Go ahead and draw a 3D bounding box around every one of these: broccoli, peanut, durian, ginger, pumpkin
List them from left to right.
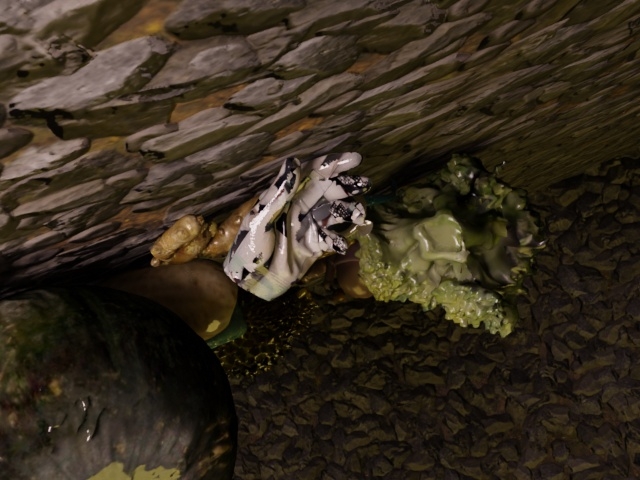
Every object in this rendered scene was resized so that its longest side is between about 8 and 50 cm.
[{"bbox_3d":[-0.319,0.267,0.892,0.454,0.454,0.344,-18,-148,-33],"label":"pumpkin"},{"bbox_3d":[-0.241,0.099,1.087,0.253,0.122,0.137,-10,155,4],"label":"peanut"},{"bbox_3d":[-0.131,-0.014,0.954,0.176,0.053,0.193,-26,165,24],"label":"ginger"},{"bbox_3d":[-0.161,0.196,1.774,0.293,0.258,0.258,-31,178,-29],"label":"durian"},{"bbox_3d":[0.212,-0.011,1.265,0.347,0.293,0.281,15,-178,6],"label":"broccoli"}]

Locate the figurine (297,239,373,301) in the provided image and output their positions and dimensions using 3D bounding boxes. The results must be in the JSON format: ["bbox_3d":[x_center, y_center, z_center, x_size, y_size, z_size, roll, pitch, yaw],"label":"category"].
[{"bbox_3d":[0.077,0.061,1.749,0.287,0.186,0.176,-7,159,40],"label":"figurine"}]

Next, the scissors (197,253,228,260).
[{"bbox_3d":[-0.190,0.024,1.172,0.110,0.021,0.212,-19,174,2],"label":"scissors"}]

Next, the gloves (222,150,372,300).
[{"bbox_3d":[-0.026,-0.027,0.889,0.212,0.127,0.111,-50,-165,7],"label":"gloves"}]

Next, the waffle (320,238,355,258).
[{"bbox_3d":[0.000,0.000,1.467,0.160,0.055,0.211,-20,172,-16],"label":"waffle"}]

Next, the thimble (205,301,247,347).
[{"bbox_3d":[-0.267,0.167,1.536,0.198,0.143,0.235,-26,172,37],"label":"thimble"}]

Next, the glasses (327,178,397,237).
[{"bbox_3d":[0.022,-0.055,1.191,0.189,0.088,0.220,-27,-168,31],"label":"glasses"}]
